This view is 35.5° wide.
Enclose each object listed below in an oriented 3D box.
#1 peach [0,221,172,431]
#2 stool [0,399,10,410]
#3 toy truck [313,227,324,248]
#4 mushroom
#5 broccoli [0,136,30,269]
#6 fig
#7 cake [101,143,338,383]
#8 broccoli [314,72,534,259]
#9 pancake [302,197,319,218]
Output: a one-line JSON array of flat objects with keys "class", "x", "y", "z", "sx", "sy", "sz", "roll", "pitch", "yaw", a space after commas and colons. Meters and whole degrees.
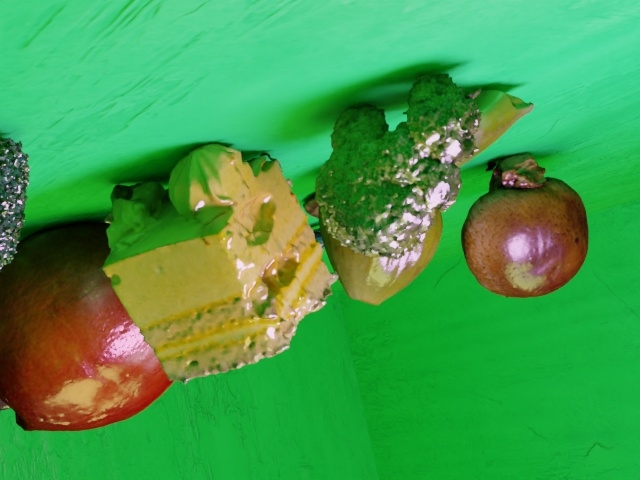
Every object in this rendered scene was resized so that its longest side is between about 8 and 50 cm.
[{"class": "peach", "x": -0.391, "y": 0.142, "z": 1.648, "sx": 0.372, "sy": 0.290, "sz": 0.373, "roll": -24, "pitch": 136, "yaw": -26}, {"class": "stool", "x": -0.636, "y": 0.185, "z": 1.974, "sx": 0.272, "sy": 0.272, "sz": 0.178, "roll": -13, "pitch": -171, "yaw": 3}, {"class": "toy truck", "x": 0.001, "y": 0.000, "z": 2.228, "sx": 0.154, "sy": 0.078, "sz": 0.080, "roll": -16, "pitch": 171, "yaw": 32}, {"class": "mushroom", "x": 0.388, "y": -0.021, "z": 1.889, "sx": 0.263, "sy": 0.283, "sz": 0.195, "roll": -24, "pitch": -168, "yaw": -12}, {"class": "broccoli", "x": -0.399, "y": -0.033, "z": 1.020, "sx": 0.194, "sy": 0.194, "sz": 0.220, "roll": -11, "pitch": -164, "yaw": -8}, {"class": "fig", "x": 0.102, "y": -0.017, "z": 1.621, "sx": 0.207, "sy": 0.230, "sz": 0.207, "roll": -18, "pitch": -179, "yaw": 0}, {"class": "cake", "x": -0.149, "y": 0.009, "z": 1.376, "sx": 0.227, "sy": 0.286, "sz": 0.222, "roll": -18, "pitch": -159, "yaw": 27}, {"class": "broccoli", "x": 0.112, "y": -0.123, "z": 1.241, "sx": 0.302, "sy": 0.186, "sz": 0.254, "roll": -55, "pitch": 169, "yaw": -3}, {"class": "pancake", "x": 0.087, "y": -0.084, "z": 1.890, "sx": 0.250, "sy": 0.031, "sz": 0.250, "roll": -12, "pitch": 172, "yaw": -2}]
